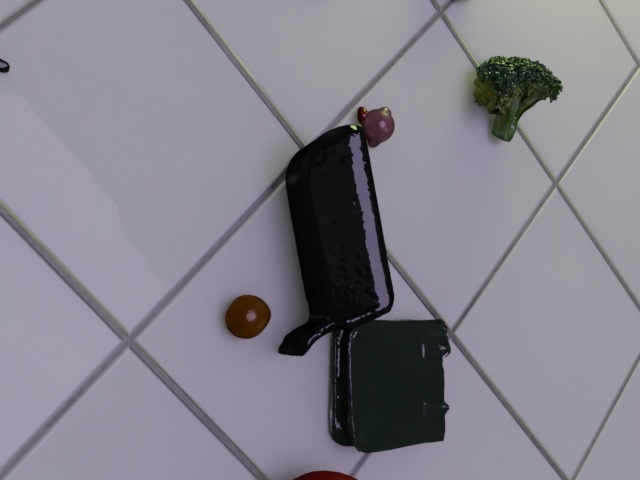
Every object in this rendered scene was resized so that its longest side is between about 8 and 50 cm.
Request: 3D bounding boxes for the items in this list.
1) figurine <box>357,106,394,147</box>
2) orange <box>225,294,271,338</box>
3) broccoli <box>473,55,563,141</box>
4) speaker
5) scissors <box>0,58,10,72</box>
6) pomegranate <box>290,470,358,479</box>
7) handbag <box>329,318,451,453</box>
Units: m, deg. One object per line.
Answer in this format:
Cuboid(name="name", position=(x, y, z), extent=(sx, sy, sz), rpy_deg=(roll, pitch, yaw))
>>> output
Cuboid(name="figurine", position=(0.112, -0.226, 1.637), extent=(0.071, 0.067, 0.083), rpy_deg=(3, 99, -13))
Cuboid(name="orange", position=(-0.126, 0.134, 1.434), extent=(0.085, 0.085, 0.084), rpy_deg=(4, 82, -33))
Cuboid(name="broccoli", position=(0.425, -0.312, 1.814), extent=(0.220, 0.194, 0.194), rpy_deg=(-22, 97, -57))
Cuboid(name="speaker", position=(0.000, 0.000, 1.475), extent=(0.184, 0.180, 0.388), rpy_deg=(-8, 86, -22))
Cuboid(name="scissors", position=(-0.573, -0.297, 1.219), extent=(0.220, 0.017, 0.088), rpy_deg=(18, 76, -31))
Cuboid(name="pomegranate", position=(0.008, 0.507, 1.405), extent=(0.210, 0.210, 0.235), rpy_deg=(-34, 131, -32))
Cuboid(name="handbag", position=(0.142, 0.276, 1.591), extent=(0.260, 0.079, 0.247), rpy_deg=(4, 82, -34))
